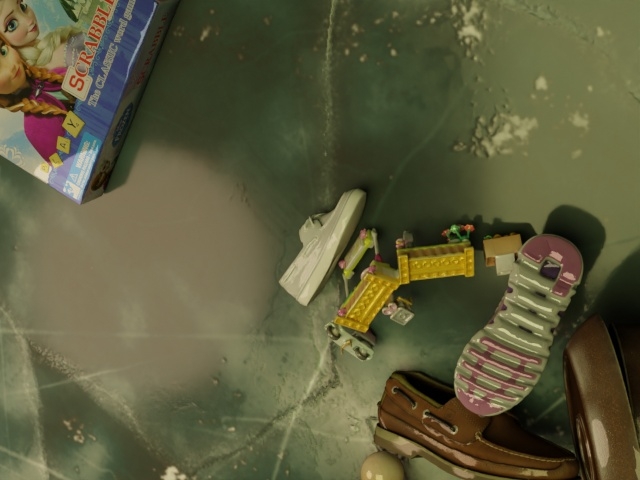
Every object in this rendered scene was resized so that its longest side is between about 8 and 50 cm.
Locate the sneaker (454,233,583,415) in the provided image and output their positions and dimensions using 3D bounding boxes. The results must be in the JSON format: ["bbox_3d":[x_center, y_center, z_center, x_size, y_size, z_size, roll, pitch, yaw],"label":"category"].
[{"bbox_3d":[0.246,0.106,1.598,0.095,0.104,0.236,29,93,10],"label":"sneaker"}]

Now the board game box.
[{"bbox_3d":[-0.388,-0.263,1.789,0.318,0.066,0.319,31,115,12],"label":"board game box"}]

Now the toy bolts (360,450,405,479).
[{"bbox_3d":[0.141,0.377,1.704,0.228,0.218,0.158,4,102,2],"label":"toy bolts"}]

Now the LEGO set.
[{"bbox_3d":[0.114,0.030,1.674,0.287,0.107,0.132,-35,125,23],"label":"LEGO set"}]

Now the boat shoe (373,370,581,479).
[{"bbox_3d":[0.189,0.235,1.637,0.307,0.110,0.104,10,94,41],"label":"boat shoe"}]

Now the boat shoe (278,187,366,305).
[{"bbox_3d":[0.000,0.000,1.716,0.063,0.066,0.184,33,125,9],"label":"boat shoe"}]

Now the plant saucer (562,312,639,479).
[{"bbox_3d":[0.326,0.240,1.510,0.050,0.310,0.311,-10,102,4],"label":"plant saucer"}]

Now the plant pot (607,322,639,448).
[{"bbox_3d":[0.464,0.190,1.513,0.230,0.215,0.215,-7,104,6],"label":"plant pot"}]
